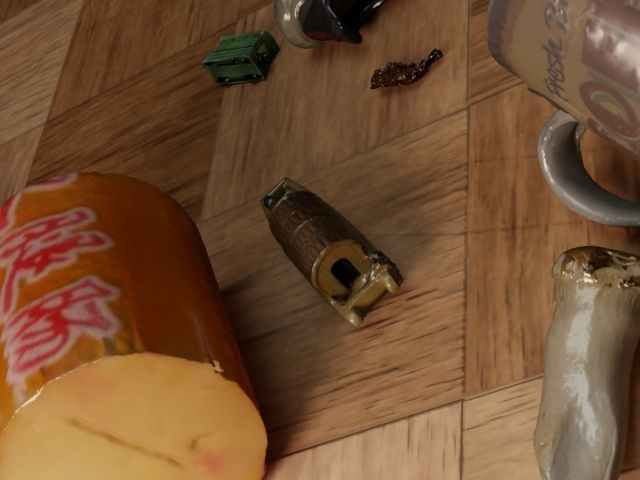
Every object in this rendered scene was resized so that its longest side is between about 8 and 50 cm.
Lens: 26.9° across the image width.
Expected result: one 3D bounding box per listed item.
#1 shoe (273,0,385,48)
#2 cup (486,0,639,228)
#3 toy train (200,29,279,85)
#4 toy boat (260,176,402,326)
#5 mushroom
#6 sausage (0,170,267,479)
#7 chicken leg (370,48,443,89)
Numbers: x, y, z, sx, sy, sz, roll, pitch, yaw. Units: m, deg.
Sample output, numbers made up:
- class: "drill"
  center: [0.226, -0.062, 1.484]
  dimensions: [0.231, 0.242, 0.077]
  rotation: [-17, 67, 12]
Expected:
- class: "shoe"
  center: [0.049, -0.297, 1.446]
  dimensions: [0.227, 0.099, 0.112]
  rotation: [-54, 43, -5]
- class: "cup"
  center: [0.265, -0.109, 0.949]
  dimensions: [0.257, 0.227, 0.301]
  rotation: [50, 139, 26]
- class: "toy train"
  center: [-0.091, -0.211, 1.544]
  dimensions: [0.093, 0.038, 0.056]
  rotation: [0, 49, 46]
- class: "toy boat"
  center: [0.000, 0.000, 1.203]
  dimensions: [0.068, 0.088, 0.226]
  rotation: [-45, 37, 3]
- class: "mushroom"
  center: [0.191, 0.098, 0.937]
  dimensions: [0.084, 0.071, 0.209]
  rotation: [7, 59, 14]
- class: "sausage"
  center: [-0.187, 0.102, 1.171]
  dimensions: [0.233, 0.233, 0.287]
  rotation: [-39, 35, 10]
- class: "chicken leg"
  center: [0.084, -0.167, 1.338]
  dimensions: [0.083, 0.021, 0.036]
  rotation: [-16, 36, 34]
